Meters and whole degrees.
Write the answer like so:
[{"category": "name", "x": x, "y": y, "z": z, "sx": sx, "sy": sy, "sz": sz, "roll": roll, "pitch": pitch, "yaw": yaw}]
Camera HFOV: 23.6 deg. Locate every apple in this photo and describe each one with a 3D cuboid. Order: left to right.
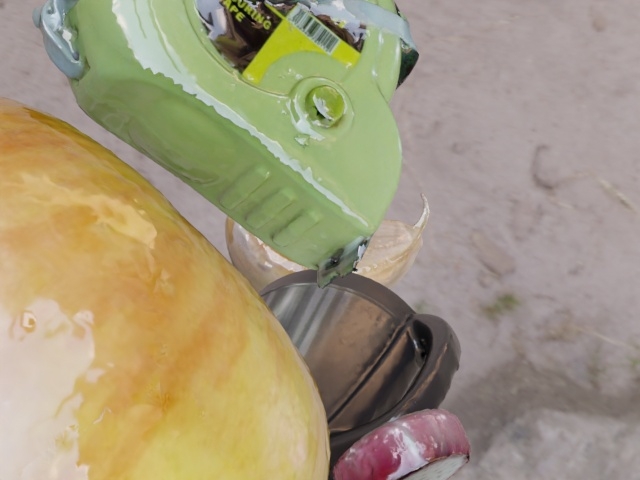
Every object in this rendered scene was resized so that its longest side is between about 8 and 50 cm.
[{"category": "apple", "x": -0.139, "y": 0.080, "z": 0.648, "sx": 0.233, "sy": 0.286, "sz": 0.286, "roll": -48, "pitch": 112, "yaw": -11}]

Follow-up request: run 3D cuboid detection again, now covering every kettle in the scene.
[{"category": "kettle", "x": -0.004, "y": 0.174, "z": 1.335, "sx": 0.251, "sy": 0.271, "sz": 0.207, "roll": 6, "pitch": 117, "yaw": 18}]

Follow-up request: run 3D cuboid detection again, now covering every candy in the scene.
[{"category": "candy", "x": 0.059, "y": 0.161, "z": 1.104, "sx": 0.103, "sy": 0.103, "sz": 0.043, "roll": -22, "pitch": 66, "yaw": -14}]

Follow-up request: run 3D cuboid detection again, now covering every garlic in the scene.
[{"category": "garlic", "x": 0.004, "y": 0.014, "z": 1.841, "sx": 0.245, "sy": 0.145, "sz": 0.164, "roll": 5, "pitch": 86, "yaw": 0}]

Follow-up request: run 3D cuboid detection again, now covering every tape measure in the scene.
[{"category": "tape measure", "x": -0.040, "y": -0.098, "z": 0.792, "sx": 0.200, "sy": 0.106, "sz": 0.175, "roll": 32, "pitch": 60, "yaw": -11}]
